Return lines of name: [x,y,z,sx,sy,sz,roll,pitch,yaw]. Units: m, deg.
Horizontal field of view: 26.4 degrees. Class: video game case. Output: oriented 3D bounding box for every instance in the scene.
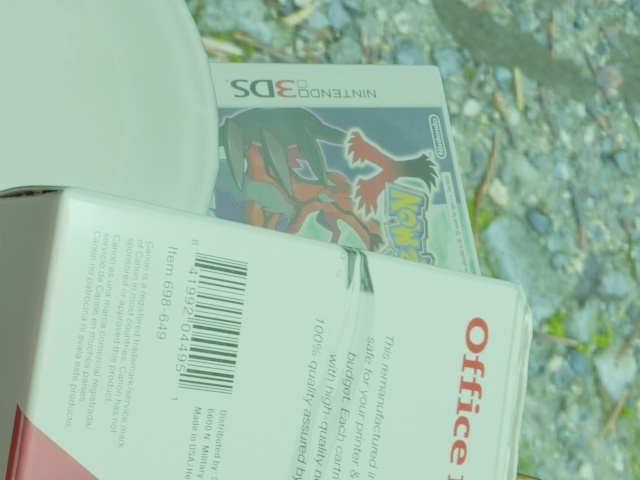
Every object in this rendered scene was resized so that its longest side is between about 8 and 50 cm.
video game case: [0.000,0.000,0.725,0.183,0.023,0.201,-3,74,-26]

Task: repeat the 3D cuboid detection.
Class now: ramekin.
ramekin: [-0.192,-0.042,0.589,0.273,0.127,0.273,8,70,-23]

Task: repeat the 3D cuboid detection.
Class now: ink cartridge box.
ink cartridge box: [-0.031,0.076,0.523,0.218,0.092,0.158,12,83,-34]

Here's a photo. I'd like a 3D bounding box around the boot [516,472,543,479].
boot: [-0.010,0.204,0.606,0.264,0.096,0.280,18,67,-19]
